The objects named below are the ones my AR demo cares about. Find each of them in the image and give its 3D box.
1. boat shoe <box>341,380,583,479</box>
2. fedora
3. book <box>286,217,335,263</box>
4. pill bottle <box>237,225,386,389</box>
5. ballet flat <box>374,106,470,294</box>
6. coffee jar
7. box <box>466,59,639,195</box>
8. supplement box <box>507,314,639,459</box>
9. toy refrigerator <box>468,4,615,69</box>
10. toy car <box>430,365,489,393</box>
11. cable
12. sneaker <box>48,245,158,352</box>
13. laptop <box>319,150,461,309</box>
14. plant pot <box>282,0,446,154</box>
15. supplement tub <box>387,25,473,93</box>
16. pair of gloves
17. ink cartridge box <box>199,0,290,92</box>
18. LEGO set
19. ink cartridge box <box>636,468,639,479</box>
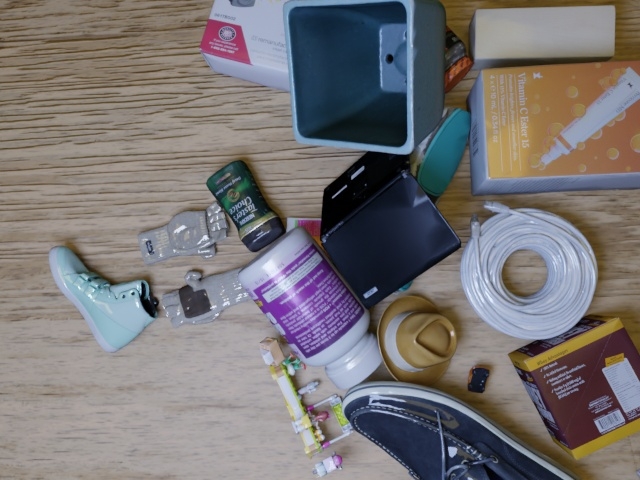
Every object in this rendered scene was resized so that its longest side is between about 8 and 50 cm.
[{"bbox_3d":[0.261,0.421,1.032,0.500,0.156,0.187,29,132,5],"label":"boat shoe"},{"bbox_3d":[0.201,0.191,1.078,0.194,0.079,0.194,11,70,-31],"label":"fedora"},{"bbox_3d":[0.000,0.000,1.182,0.144,0.035,0.096,2,82,5],"label":"book"},{"bbox_3d":[-0.010,0.135,1.089,0.169,0.169,0.302,-38,95,1],"label":"pill bottle"},{"bbox_3d":[0.170,-0.094,1.132,0.146,0.147,0.409,21,86,7],"label":"ballet flat"},{"bbox_3d":[-0.155,-0.070,1.177,0.096,0.079,0.184,-34,83,6],"label":"coffee jar"},{"bbox_3d":[0.476,-0.212,1.090,0.345,0.168,0.215,-3,84,5],"label":"box"},{"bbox_3d":[0.500,0.269,1.062,0.191,0.129,0.194,-26,83,3],"label":"supplement box"},{"bbox_3d":[0.447,-0.413,1.152,0.269,0.094,0.102,0,91,6],"label":"toy refrigerator"},{"bbox_3d":[0.276,0.278,1.125,0.122,0.040,0.060,-7,105,2],"label":"toy car"},{"bbox_3d":[0.407,0.064,1.111,0.257,0.089,0.257,10,86,5],"label":"cable"},{"bbox_3d":[-0.447,0.092,1.179,0.151,0.094,0.256,-34,92,7],"label":"sneaker"},{"bbox_3d":[0.123,-0.051,1.073,0.136,0.264,0.234,36,124,-25],"label":"laptop"},{"bbox_3d":[0.111,-0.319,1.028,0.247,0.252,0.248,12,118,32],"label":"plant pot"},{"bbox_3d":[0.218,-0.400,1.157,0.117,0.117,0.190,-42,83,0],"label":"supplement tub"},{"bbox_3d":[-0.263,0.056,1.195,0.204,0.042,0.240,-26,81,6],"label":"pair of gloves"},{"bbox_3d":[-0.098,-0.494,1.187,0.226,0.131,0.306,15,88,7],"label":"ink cartridge box"},{"bbox_3d":[-0.018,0.313,1.113,0.107,0.132,0.287,-24,77,-6],"label":"LEGO set"},{"bbox_3d":[0.690,0.500,1.056,0.109,0.063,0.151,-20,83,3],"label":"ink cartridge box"}]
